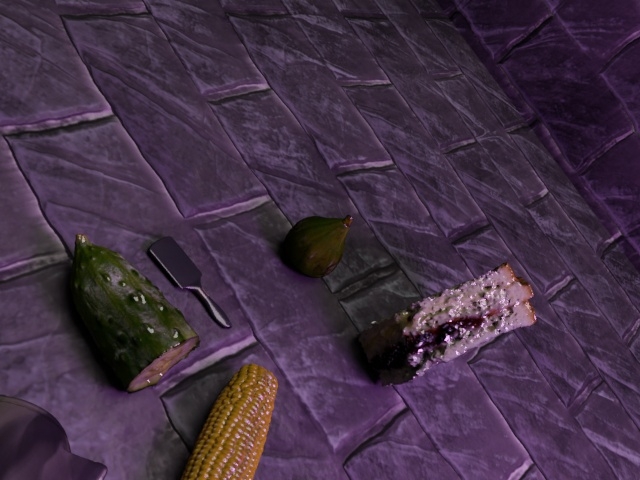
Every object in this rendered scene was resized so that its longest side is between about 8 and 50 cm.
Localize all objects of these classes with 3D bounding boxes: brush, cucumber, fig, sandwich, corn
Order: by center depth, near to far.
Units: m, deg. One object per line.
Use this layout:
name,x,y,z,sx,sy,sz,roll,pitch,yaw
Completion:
corn,-0.133,0.303,1.091,0.101,0.101,0.310,37,40,-16
cucumber,-0.290,0.092,1.104,0.244,0.134,0.134,53,36,11
brush,-0.215,0.075,1.278,0.193,0.016,0.063,49,37,1
fig,0.000,0.000,1.436,0.117,0.177,0.117,11,63,-23
sandwich,0.236,0.163,1.440,0.262,0.325,0.131,35,31,-81

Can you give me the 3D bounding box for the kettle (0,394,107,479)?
kettle,-0.400,0.299,0.757,0.321,0.228,0.324,7,41,-3
